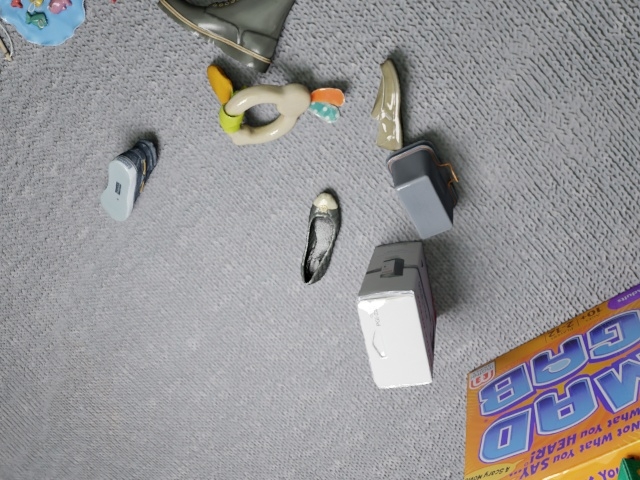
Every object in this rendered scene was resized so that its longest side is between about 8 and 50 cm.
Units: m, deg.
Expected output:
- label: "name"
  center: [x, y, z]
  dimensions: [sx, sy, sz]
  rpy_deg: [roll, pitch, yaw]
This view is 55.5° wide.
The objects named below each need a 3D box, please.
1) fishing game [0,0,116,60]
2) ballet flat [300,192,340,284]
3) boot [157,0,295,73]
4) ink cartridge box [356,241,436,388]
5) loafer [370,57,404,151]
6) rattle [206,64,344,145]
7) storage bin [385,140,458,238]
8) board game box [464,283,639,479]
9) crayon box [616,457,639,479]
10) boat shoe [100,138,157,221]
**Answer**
- label: "fishing game"
  center: [-0.490, -0.431, 1.041]
  dimensions: [0.264, 0.041, 0.189]
  rpy_deg: [-15, 108, 19]
- label: "ballet flat"
  center: [0.000, 0.000, 1.069]
  dimensions: [0.058, 0.049, 0.173]
  rpy_deg: [12, 113, 9]
- label: "boot"
  center: [-0.143, -0.374, 0.964]
  dimensions: [0.198, 0.077, 0.137]
  rpy_deg: [29, 106, -6]
- label: "ink cartridge box"
  center: [0.130, 0.112, 0.985]
  dimensions: [0.092, 0.218, 0.158]
  rpy_deg: [-9, 108, 17]
- label: "loafer"
  center: [0.104, -0.211, 0.959]
  dimensions: [0.050, 0.056, 0.148]
  rpy_deg: [-4, 109, 9]
- label: "rattle"
  center: [-0.073, -0.246, 1.007]
  dimensions: [0.200, 0.142, 0.130]
  rpy_deg: [-22, 136, 6]
- label: "storage bin"
  center: [0.168, -0.074, 0.957]
  dimensions: [0.098, 0.091, 0.135]
  rpy_deg: [-22, 121, 20]
- label: "board game box"
  center: [0.466, 0.346, 0.908]
  dimensions: [0.356, 0.356, 0.356]
  rpy_deg: [-35, 97, 23]
- label: "crayon box"
  center: [0.414, 0.400, 0.701]
  dimensions: [0.166, 0.081, 0.278]
  rpy_deg: [7, 111, 13]
- label: "boat shoe"
  center: [-0.347, -0.107, 1.117]
  dimensions: [0.065, 0.083, 0.183]
  rpy_deg: [38, 141, -1]
